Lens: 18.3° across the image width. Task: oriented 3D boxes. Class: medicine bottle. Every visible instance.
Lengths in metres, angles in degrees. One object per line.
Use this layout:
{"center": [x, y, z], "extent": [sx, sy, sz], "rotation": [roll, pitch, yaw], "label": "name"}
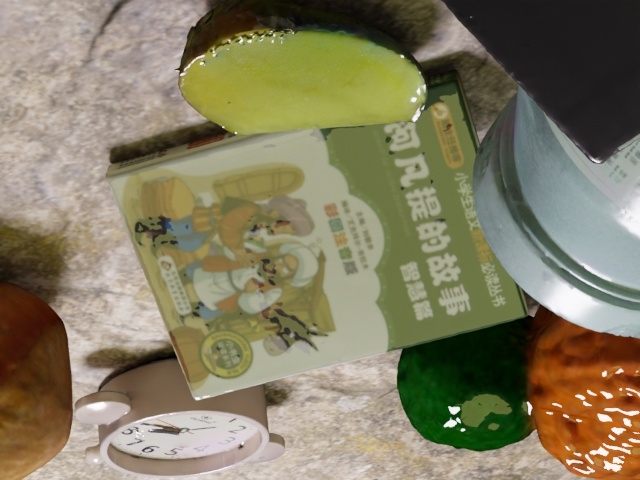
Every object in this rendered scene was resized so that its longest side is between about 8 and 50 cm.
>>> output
{"center": [0.240, -0.087, 1.251], "extent": [0.245, 0.245, 0.290], "rotation": [2, 148, -20], "label": "medicine bottle"}

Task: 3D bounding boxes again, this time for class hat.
{"center": [0.274, 0.087, 1.660], "extent": [0.400, 0.285, 0.285], "rotation": [15, 152, 8], "label": "hat"}

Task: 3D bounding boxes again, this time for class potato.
{"center": [-0.011, -0.119, 1.317], "extent": [0.198, 0.054, 0.119], "rotation": [3, 145, -32], "label": "potato"}

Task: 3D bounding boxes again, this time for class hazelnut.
{"center": [-0.279, 0.121, 1.549], "extent": [0.182, 0.182, 0.182], "rotation": [-8, 151, -4], "label": "hazelnut"}

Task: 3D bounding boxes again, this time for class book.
{"center": [0.000, 0.000, 1.453], "extent": [0.264, 0.027, 0.202], "rotation": [-14, 115, 9], "label": "book"}

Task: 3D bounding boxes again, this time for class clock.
{"center": [-0.124, 0.157, 1.774], "extent": [0.229, 0.063, 0.155], "rotation": [20, 143, -38], "label": "clock"}

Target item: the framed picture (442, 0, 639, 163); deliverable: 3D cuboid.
{"center": [0.122, -0.212, 1.022], "extent": [0.324, 0.013, 0.244], "rotation": [46, 130, -10], "label": "framed picture"}
